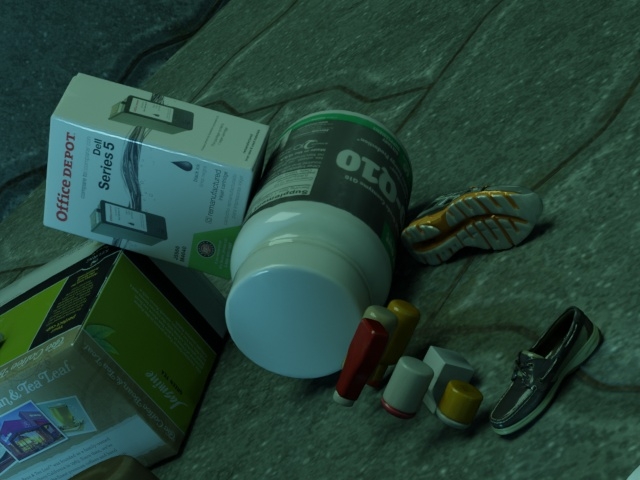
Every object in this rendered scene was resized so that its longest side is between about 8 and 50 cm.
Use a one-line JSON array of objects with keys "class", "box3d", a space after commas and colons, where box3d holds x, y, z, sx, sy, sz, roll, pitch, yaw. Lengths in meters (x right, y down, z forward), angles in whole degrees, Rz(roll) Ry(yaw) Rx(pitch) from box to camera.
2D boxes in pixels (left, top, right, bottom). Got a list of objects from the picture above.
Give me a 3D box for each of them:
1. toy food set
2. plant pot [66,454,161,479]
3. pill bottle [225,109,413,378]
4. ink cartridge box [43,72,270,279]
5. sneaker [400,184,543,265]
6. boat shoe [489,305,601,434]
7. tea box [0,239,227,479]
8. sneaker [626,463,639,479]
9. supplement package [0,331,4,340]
[{"class": "toy food set", "box3d": [0.083, 0.153, 1.467, 0.104, 0.111, 0.232, -66, 28, 16]}, {"class": "plant pot", "box3d": [-0.178, 0.333, 1.277, 0.263, 0.229, 0.263, -31, 7, 4]}, {"class": "pill bottle", "box3d": [0.000, 0.000, 1.742, 0.204, 0.204, 0.361, -28, 25, 27]}, {"class": "ink cartridge box", "box3d": [-0.223, -0.086, 1.819, 0.114, 0.273, 0.198, -73, -3, -50]}, {"class": "sneaker", "box3d": [0.190, -0.035, 1.675, 0.215, 0.084, 0.083, -15, 28, 48]}, {"class": "boat shoe", "box3d": [0.216, 0.128, 1.357, 0.152, 0.049, 0.056, -47, 23, -17]}, {"class": "tea box", "box3d": [-0.342, 0.179, 1.919, 0.329, 0.220, 0.323, -27, 24, 29]}, {"class": "sneaker", "box3d": [0.373, 0.125, 1.036, 0.350, 0.131, 0.148, -31, 16, 5]}, {"class": "supplement package", "box3d": [-0.525, 0.169, 1.801, 0.105, 0.105, 0.179, -20, 33, 42]}]
